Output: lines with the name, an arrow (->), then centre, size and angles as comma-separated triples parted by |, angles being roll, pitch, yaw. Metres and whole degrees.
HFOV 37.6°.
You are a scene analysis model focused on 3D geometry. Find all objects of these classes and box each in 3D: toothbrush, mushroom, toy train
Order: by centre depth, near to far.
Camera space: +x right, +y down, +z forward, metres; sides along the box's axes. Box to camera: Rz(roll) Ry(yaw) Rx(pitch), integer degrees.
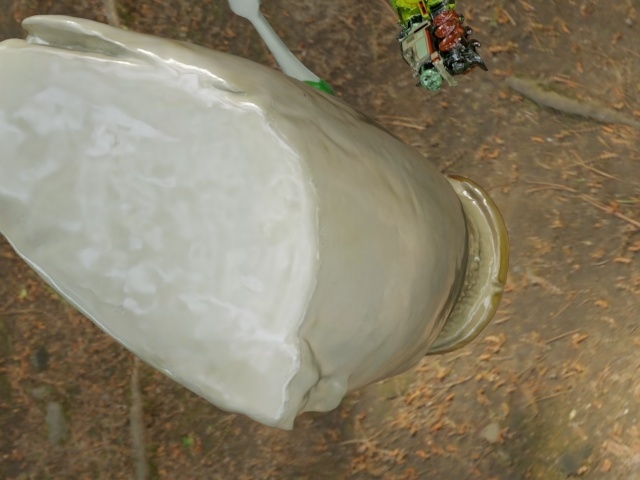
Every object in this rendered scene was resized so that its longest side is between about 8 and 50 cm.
mushroom -> 0.006, 0.003, 0.478 | 0.154, 0.407, 0.138 | 26, 97, 27
toothbrush -> 0.003, -0.145, 1.028 | 0.042, 0.418, 0.040 | -23, 41, 20
toy train -> 0.125, -0.242, 1.058 | 0.085, 0.053, 0.250 | -31, 34, 18
